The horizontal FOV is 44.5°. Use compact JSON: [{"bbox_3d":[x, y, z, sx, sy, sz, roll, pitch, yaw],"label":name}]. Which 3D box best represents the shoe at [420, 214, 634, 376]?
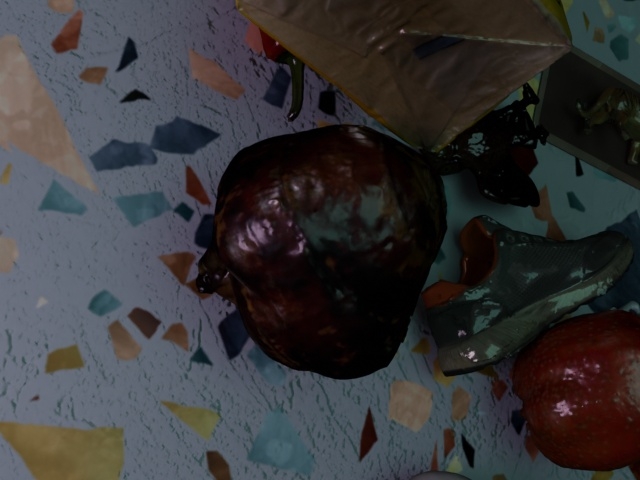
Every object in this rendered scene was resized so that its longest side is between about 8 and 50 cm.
[{"bbox_3d":[0.261,0.035,1.043,0.337,0.132,0.170,-28,86,-24],"label":"shoe"}]

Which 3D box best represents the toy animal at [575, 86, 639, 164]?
[{"bbox_3d":[0.488,-0.179,1.220,0.241,0.057,0.099,23,66,-20],"label":"toy animal"}]

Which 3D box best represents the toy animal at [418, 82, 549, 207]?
[{"bbox_3d":[0.220,-0.134,1.070,0.180,0.116,0.218,-19,97,1],"label":"toy animal"}]

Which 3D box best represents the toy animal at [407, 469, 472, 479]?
[{"bbox_3d":[0.180,0.451,0.907,0.258,0.194,0.357,3,73,-16],"label":"toy animal"}]

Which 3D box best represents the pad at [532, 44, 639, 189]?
[{"bbox_3d":[0.445,-0.195,1.229,0.266,0.002,0.176,22,73,-22],"label":"pad"}]

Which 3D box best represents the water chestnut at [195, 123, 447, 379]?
[{"bbox_3d":[0.000,0.000,0.830,0.245,0.289,0.289,23,70,9],"label":"water chestnut"}]

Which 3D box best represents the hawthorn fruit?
[{"bbox_3d":[0.378,0.182,0.999,0.205,0.253,0.205,53,24,-37],"label":"hawthorn fruit"}]

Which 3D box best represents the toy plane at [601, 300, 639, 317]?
[{"bbox_3d":[0.472,0.172,1.144,0.174,0.080,0.173,8,62,-15],"label":"toy plane"}]

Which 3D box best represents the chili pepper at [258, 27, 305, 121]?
[{"bbox_3d":[-0.098,-0.324,0.939,0.137,0.092,0.368,-39,93,-11],"label":"chili pepper"}]

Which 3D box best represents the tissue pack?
[{"bbox_3d":[0.085,-0.332,0.856,0.293,0.228,0.381,33,38,-29],"label":"tissue pack"}]
